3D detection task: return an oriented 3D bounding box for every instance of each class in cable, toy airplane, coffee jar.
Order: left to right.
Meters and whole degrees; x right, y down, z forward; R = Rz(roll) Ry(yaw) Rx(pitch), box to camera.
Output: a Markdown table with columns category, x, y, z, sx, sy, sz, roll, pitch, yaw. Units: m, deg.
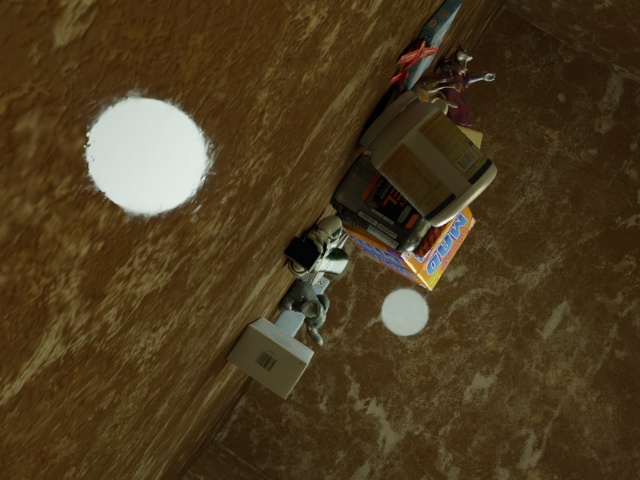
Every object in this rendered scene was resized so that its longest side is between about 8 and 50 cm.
| category | x | y | z | sx | sy | sz | roll | pitch | yaw |
| --- | --- | --- | --- | --- | --- | --- | --- | --- | --- |
| cable | 0.010 | 0.054 | 1.966 | 0.257 | 0.089 | 0.257 | -54 | 174 | -30 |
| coffee jar | 0.010 | 0.067 | 1.750 | 0.184 | 0.079 | 0.096 | 9 | 115 | -52 |
| toy airplane | 0.216 | -0.423 | 1.200 | 0.151 | 0.028 | 0.151 | -37 | 161 | -15 |

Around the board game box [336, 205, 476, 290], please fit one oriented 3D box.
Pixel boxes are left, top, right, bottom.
| category | x | y | z | sx | sy | sz | roll | pitch | yaw |
| --- | --- | --- | --- | --- | --- | --- | --- | --- | --- |
| board game box | 0.348 | -0.077 | 2.063 | 0.356 | 0.356 | 0.356 | -55 | 140 | -7 |

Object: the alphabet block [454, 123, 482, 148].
| category | x | y | z | sx | sy | sz | roll | pitch | yaw |
| --- | --- | --- | --- | --- | --- | --- | --- | --- | --- |
| alphabet block | 0.495 | -0.355 | 2.017 | 0.193 | 0.197 | 0.192 | -164 | -96 | -69 |

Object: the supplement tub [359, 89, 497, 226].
| category | x | y | z | sx | sy | sz | roll | pitch | yaw |
| --- | --- | --- | --- | --- | --- | --- | --- | --- | --- |
| supplement tub | 0.280 | -0.219 | 1.346 | 0.228 | 0.316 | 0.228 | -44 | 178 | -2 |

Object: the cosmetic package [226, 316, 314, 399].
| category | x | y | z | sx | sy | sz | roll | pitch | yaw |
| --- | --- | --- | --- | --- | --- | --- | --- | --- | --- |
| cosmetic package | -0.157 | 0.376 | 1.655 | 0.138 | 0.224 | 0.224 | -57 | 174 | 2 |

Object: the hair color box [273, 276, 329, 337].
| category | x | y | z | sx | sy | sz | roll | pitch | yaw |
| --- | --- | --- | --- | --- | --- | --- | --- | --- | --- |
| hair color box | -0.107 | 0.339 | 2.507 | 0.374 | 0.113 | 0.185 | -56 | 175 | -16 |

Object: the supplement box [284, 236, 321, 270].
| category | x | y | z | sx | sy | sz | roll | pitch | yaw |
| --- | --- | --- | --- | --- | --- | --- | --- | --- | --- |
| supplement box | -0.047 | 0.040 | 1.376 | 0.056 | 0.083 | 0.083 | -55 | 176 | -7 |

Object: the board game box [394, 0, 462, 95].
| category | x | y | z | sx | sy | sz | roll | pitch | yaw |
| --- | --- | --- | --- | --- | --- | --- | --- | --- | --- |
| board game box | 0.274 | -0.495 | 1.303 | 0.160 | 0.039 | 0.211 | -53 | 173 | -29 |

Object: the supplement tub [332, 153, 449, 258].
| category | x | y | z | sx | sy | sz | roll | pitch | yaw |
| --- | --- | --- | --- | --- | --- | --- | --- | --- | --- |
| supplement tub | 0.223 | -0.102 | 1.590 | 0.207 | 0.338 | 0.207 | -56 | 175 | -7 |

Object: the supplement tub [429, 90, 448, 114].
| category | x | y | z | sx | sy | sz | roll | pitch | yaw |
| --- | --- | --- | --- | --- | --- | --- | --- | --- | --- |
| supplement tub | 0.371 | -0.452 | 1.872 | 0.144 | 0.144 | 0.200 | -54 | 175 | -24 |

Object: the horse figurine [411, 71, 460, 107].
| category | x | y | z | sx | sy | sz | roll | pitch | yaw |
| --- | --- | --- | --- | --- | --- | --- | --- | --- | --- |
| horse figurine | 0.296 | -0.369 | 1.449 | 0.066 | 0.174 | 0.263 | -82 | -178 | -53 |

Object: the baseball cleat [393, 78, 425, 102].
| category | x | y | z | sx | sy | sz | roll | pitch | yaw |
| --- | --- | --- | --- | --- | --- | --- | --- | --- | --- |
| baseball cleat | 0.240 | -0.398 | 1.533 | 0.206 | 0.072 | 0.109 | -53 | -170 | 16 |

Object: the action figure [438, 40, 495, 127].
| category | x | y | z | sx | sy | sz | roll | pitch | yaw |
| --- | --- | --- | --- | --- | --- | --- | --- | --- | --- |
| action figure | 0.536 | -0.630 | 2.093 | 0.275 | 0.248 | 0.370 | 2 | -99 | 48 |

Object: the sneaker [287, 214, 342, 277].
| category | x | y | z | sx | sy | sz | roll | pitch | yaw |
| --- | --- | --- | --- | --- | --- | --- | --- | --- | --- |
| sneaker | 0.000 | 0.000 | 1.505 | 0.235 | 0.094 | 0.153 | -43 | 179 | -22 |

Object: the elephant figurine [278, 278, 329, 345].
| category | x | y | z | sx | sy | sz | roll | pitch | yaw |
| --- | --- | --- | --- | --- | --- | --- | --- | --- | --- |
| elephant figurine | -0.037 | 0.284 | 2.099 | 0.169 | 0.239 | 0.186 | -52 | 173 | -37 |
